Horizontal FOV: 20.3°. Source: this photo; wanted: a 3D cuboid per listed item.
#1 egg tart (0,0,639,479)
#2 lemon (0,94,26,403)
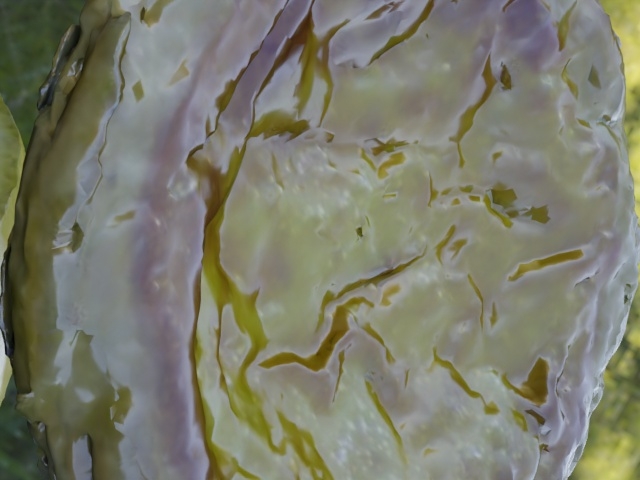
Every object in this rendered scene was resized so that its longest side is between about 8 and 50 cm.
[{"bbox_3d":[-0.001,0.004,0.691,0.341,0.129,0.341,-1,91,-44],"label":"egg tart"},{"bbox_3d":[-0.331,0.044,0.929,0.364,0.364,0.364,-54,164,-23],"label":"lemon"}]
